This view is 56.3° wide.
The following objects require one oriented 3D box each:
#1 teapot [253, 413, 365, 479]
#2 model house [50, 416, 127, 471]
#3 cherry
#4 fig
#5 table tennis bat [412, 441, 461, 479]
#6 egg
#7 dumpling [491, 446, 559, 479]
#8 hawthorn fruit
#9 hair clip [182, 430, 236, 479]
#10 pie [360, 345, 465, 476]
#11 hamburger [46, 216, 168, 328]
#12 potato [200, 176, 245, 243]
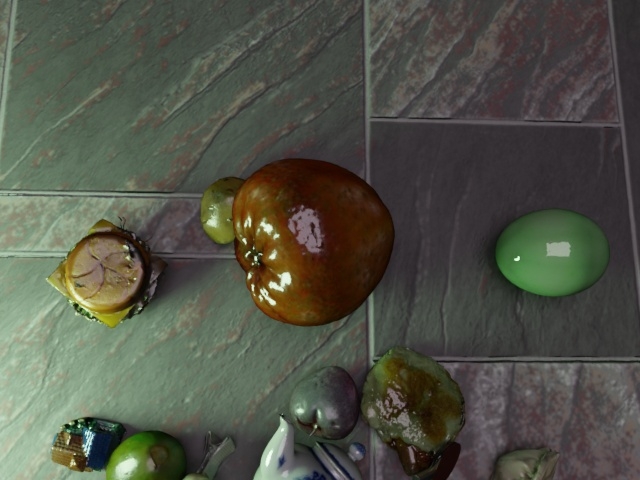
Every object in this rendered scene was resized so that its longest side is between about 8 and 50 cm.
[{"bbox_3d":[-0.007,0.555,1.333,0.280,0.252,0.423,-40,115,-11],"label":"teapot"},{"bbox_3d":[-0.546,0.472,1.372,0.149,0.148,0.119,15,77,-2],"label":"model house"},{"bbox_3d":[0.010,0.389,1.425,0.176,0.140,0.176,-5,48,5],"label":"cherry"},{"bbox_3d":[-0.390,0.523,1.362,0.181,0.191,0.180,15,45,-15],"label":"fig"},{"bbox_3d":[0.269,0.534,1.388,0.019,0.221,0.130,25,100,35],"label":"table tennis bat"},{"bbox_3d":[0.575,0.030,1.491,0.270,0.220,0.220,0,78,7],"label":"egg"},{"bbox_3d":[0.491,0.552,1.426,0.199,0.136,0.118,-31,75,-19],"label":"dumpling"},{"bbox_3d":[0.000,0.000,1.402,0.404,0.403,0.402,1,78,-3],"label":"hawthorn fruit"},{"bbox_3d":[-0.265,0.560,1.379,0.071,0.159,0.218,2,46,32],"label":"hair clip"},{"bbox_3d":[0.230,0.402,1.466,0.257,0.105,0.274,-38,86,-24],"label":"pie"},{"bbox_3d":[-0.507,0.080,1.458,0.243,0.138,0.261,39,79,3],"label":"hamburger"},{"bbox_3d":[-0.237,-0.080,1.514,0.137,0.137,0.175,12,80,-1],"label":"potato"}]
